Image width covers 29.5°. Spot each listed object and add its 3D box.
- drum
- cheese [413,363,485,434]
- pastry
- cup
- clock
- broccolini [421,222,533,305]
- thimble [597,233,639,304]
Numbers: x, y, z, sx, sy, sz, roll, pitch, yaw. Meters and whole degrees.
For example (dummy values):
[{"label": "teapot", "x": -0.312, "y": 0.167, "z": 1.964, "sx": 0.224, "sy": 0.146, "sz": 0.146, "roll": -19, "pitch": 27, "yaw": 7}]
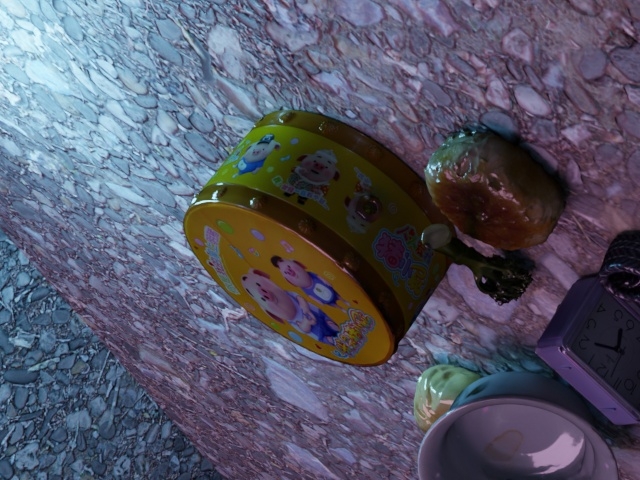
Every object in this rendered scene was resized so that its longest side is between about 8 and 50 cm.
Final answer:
[{"label": "drum", "x": 0.000, "y": 0.000, "z": 1.991, "sx": 0.431, "sy": 0.214, "sz": 0.431, "roll": 29, "pitch": 155, "yaw": 15}, {"label": "cheese", "x": 0.288, "y": 0.333, "z": 2.356, "sx": 0.226, "sy": 0.117, "sz": 0.214, "roll": 25, "pitch": 151, "yaw": 13}, {"label": "pastry", "x": 0.242, "y": -0.065, "z": 1.688, "sx": 0.192, "sy": 0.093, "sz": 0.182, "roll": 45, "pitch": 153, "yaw": -21}, {"label": "cup", "x": 0.355, "y": 0.366, "z": 2.170, "sx": 0.347, "sy": 0.163, "sz": 0.347, "roll": 6, "pitch": 123, "yaw": 9}, {"label": "clock", "x": 0.428, "y": 0.164, "z": 1.795, "sx": 0.193, "sy": 0.144, "sz": 0.073, "roll": 41, "pitch": 156, "yaw": -13}, {"label": "broccolini", "x": 0.232, "y": 0.031, "z": 1.729, "sx": 0.078, "sy": 0.074, "sz": 0.392, "roll": 67, "pitch": -165, "yaw": 16}, {"label": "thimble", "x": 0.431, "y": 0.040, "z": 1.660, "sx": 0.104, "sy": 0.066, "sz": 0.095, "roll": 8, "pitch": 147, "yaw": 48}]
